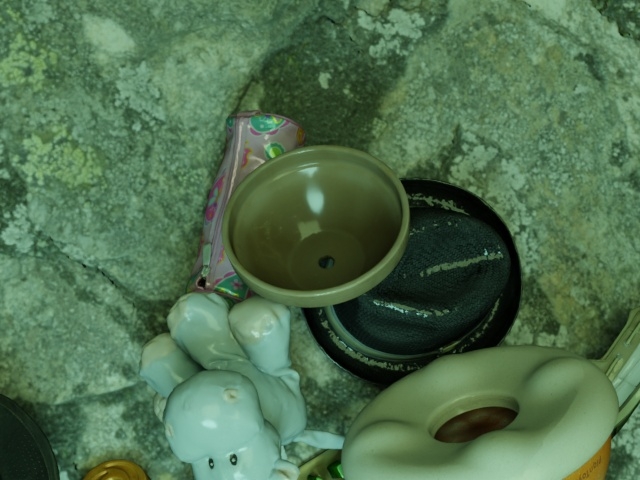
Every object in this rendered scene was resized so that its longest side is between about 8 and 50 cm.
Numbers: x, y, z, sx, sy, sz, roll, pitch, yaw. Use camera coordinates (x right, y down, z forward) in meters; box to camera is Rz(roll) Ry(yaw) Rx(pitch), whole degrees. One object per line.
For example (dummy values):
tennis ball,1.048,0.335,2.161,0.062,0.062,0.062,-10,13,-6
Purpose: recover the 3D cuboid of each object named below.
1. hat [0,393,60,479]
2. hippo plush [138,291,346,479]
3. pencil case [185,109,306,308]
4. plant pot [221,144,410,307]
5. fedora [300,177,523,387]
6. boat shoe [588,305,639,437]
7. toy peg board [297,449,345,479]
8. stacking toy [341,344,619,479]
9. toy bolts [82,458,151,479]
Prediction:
hat,-0.469,0.333,1.386,0.331,0.134,0.331,-2,67,4
hippo plush,-0.127,0.231,1.388,0.234,0.236,0.294,-16,113,18
pencil case,-0.102,-0.034,1.532,0.124,0.124,0.284,15,76,-8
plant pot,0.000,0.000,1.432,0.237,0.110,0.237,-5,54,7
fedora,0.139,0.047,1.548,0.334,0.152,0.334,2,78,-11
boat shoe,0.401,0.218,1.597,0.302,0.113,0.103,-41,69,-13
toy peg board,0.006,0.379,1.496,0.161,0.079,0.161,-29,86,-14
stacking toy,0.251,0.407,1.442,0.350,0.350,0.480,-23,107,-14
toy bolts,-0.206,0.406,1.449,0.228,0.158,0.218,-9,41,-3
